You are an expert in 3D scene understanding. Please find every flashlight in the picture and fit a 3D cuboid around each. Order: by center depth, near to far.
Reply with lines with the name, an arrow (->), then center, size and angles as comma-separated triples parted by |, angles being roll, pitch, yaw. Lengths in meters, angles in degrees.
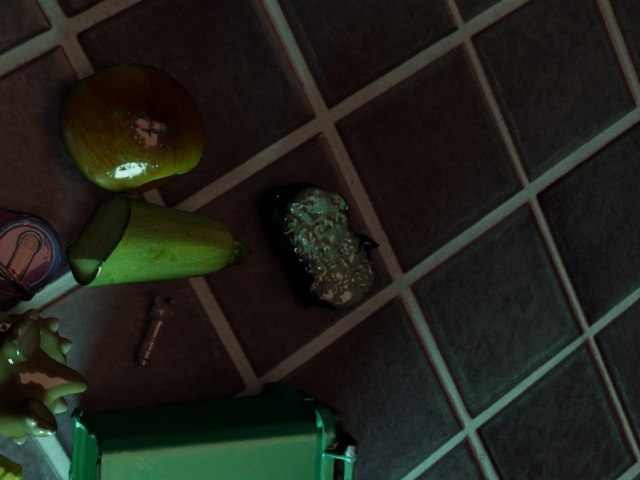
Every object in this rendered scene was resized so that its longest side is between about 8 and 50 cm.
flashlight -> -0.246, 0.133, 1.718 | 0.052, 0.031, 0.110 | 24, 87, -54

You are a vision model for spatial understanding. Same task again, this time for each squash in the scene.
squash -> -0.207, -0.004, 1.675 | 0.287, 0.137, 0.137 | -1, 96, -33

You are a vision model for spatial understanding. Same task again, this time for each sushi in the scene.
sushi -> 0.000, 0.000, 1.793 | 0.147, 0.115, 0.212 | -37, 113, -17

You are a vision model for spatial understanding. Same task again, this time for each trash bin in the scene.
trash bin -> -0.153, 0.352, 1.657 | 0.381, 0.295, 0.259 | 0, 95, -23

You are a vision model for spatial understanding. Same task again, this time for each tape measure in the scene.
tape measure -> -0.418, 0.016, 1.585 | 0.125, 0.074, 0.118 | 30, 84, -24

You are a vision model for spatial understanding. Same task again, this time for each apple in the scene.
apple -> -0.258, -0.159, 1.622 | 0.195, 0.160, 0.173 | -21, 83, -32

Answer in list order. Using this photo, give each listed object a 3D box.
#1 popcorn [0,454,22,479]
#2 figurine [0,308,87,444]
popcorn -> -0.496, 0.344, 1.515 | 0.212, 0.198, 0.198 | -28, 108, -31
figurine -> -0.390, 0.176, 1.520 | 0.173, 0.247, 0.177 | -2, 77, -51
